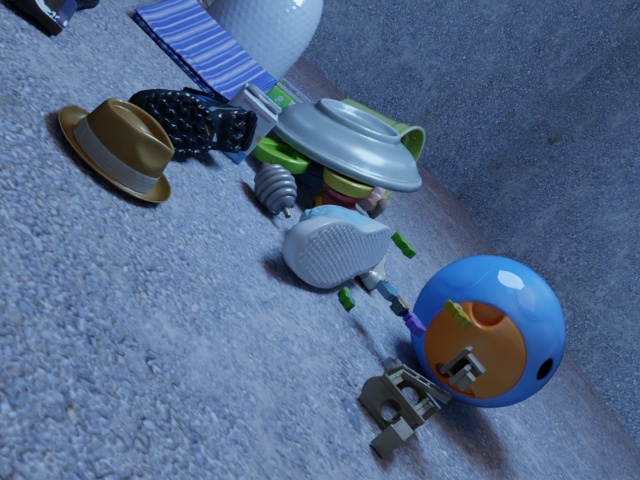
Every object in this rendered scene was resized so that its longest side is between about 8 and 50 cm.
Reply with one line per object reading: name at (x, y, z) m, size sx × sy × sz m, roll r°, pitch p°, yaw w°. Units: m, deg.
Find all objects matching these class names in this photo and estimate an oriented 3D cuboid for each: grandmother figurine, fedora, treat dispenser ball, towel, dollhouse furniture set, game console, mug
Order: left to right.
fedora at (-0.273, -0.141, 1.030) m, size 0.194 × 0.079 × 0.194 m, roll 42°, pitch 16°, yaw -15°
towel at (-0.274, -0.472, 1.788) m, size 0.336 × 0.040 × 0.243 m, roll 45°, pitch 38°, yaw -2°
game console at (-0.241, -0.287, 1.611) m, size 0.107 × 0.071 × 0.122 m, roll 19°, pitch 6°, yaw 20°
mug at (-0.193, -0.633, 2.016) m, size 0.374 × 0.328 × 0.276 m, roll 49°, pitch 15°, yaw 11°
grandmother figurine at (0.034, -0.202, 1.928) m, size 0.342 × 0.104 × 0.208 m, roll 41°, pitch 1°, yaw -12°
dollhouse furniture set at (0.142, 0.210, 1.067) m, size 0.101 × 0.161 × 0.182 m, roll 50°, pitch 15°, yaw 15°
treat dispenser ball at (0.315, 0.172, 1.380) m, size 0.288 × 0.288 × 0.288 m, roll 42°, pitch 16°, yaw -15°

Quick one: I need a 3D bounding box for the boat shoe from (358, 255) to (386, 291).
boat shoe at (0.104, 0.044, 1.573) m, size 0.059 × 0.063 × 0.170 m, roll 47°, pitch 15°, yaw -19°

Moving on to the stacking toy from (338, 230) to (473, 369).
stacking toy at (0.145, 0.118, 1.298) m, size 0.052 × 0.167 × 0.221 m, roll 23°, pitch 27°, yaw -55°

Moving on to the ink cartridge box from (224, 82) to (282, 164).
ink cartridge box at (-0.154, -0.247, 1.487) m, size 0.092 × 0.143 × 0.090 m, roll 40°, pitch 16°, yaw -19°

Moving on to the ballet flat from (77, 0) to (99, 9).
ballet flat at (-0.485, -0.464, 1.394) m, size 0.173 × 0.049 × 0.057 m, roll -45°, pitch 118°, yaw -70°

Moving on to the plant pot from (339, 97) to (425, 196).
plant pot at (0.136, -0.294, 2.211) m, size 0.254 × 0.276 × 0.276 m, roll 40°, pitch 12°, yaw 22°

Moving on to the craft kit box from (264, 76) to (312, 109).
craft kit box at (-0.104, -0.460, 2.332) m, size 0.250 × 0.061 × 0.247 m, roll 34°, pitch 17°, yaw -35°

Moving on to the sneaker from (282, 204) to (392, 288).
sneaker at (0.000, 0.000, 1.361) m, size 0.150 × 0.135 × 0.366 m, roll 24°, pitch 9°, yaw 24°

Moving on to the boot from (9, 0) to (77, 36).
boot at (-0.478, -0.431, 1.266) m, size 0.106 × 0.082 × 0.219 m, roll 50°, pitch 20°, yaw -30°

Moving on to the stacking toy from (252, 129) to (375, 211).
stacking toy at (-0.046, -0.149, 1.680) m, size 0.279 × 0.130 × 0.309 m, roll 16°, pitch 21°, yaw -18°

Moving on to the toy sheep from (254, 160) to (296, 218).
toy sheep at (-0.086, -0.097, 1.406) m, size 0.132 × 0.091 × 0.091 m, roll 58°, pitch 19°, yaw 23°

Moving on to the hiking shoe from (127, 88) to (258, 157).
hiking shoe at (-0.246, -0.209, 1.289) m, size 0.132 × 0.113 × 0.304 m, roll 20°, pitch 9°, yaw 28°

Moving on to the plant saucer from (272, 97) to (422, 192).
plant saucer at (0.076, -0.249, 1.726) m, size 0.400 × 0.101 × 0.400 m, roll 22°, pitch 20°, yaw -8°
